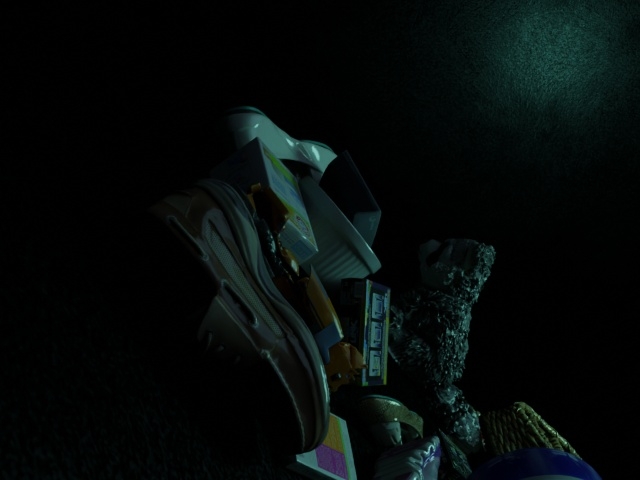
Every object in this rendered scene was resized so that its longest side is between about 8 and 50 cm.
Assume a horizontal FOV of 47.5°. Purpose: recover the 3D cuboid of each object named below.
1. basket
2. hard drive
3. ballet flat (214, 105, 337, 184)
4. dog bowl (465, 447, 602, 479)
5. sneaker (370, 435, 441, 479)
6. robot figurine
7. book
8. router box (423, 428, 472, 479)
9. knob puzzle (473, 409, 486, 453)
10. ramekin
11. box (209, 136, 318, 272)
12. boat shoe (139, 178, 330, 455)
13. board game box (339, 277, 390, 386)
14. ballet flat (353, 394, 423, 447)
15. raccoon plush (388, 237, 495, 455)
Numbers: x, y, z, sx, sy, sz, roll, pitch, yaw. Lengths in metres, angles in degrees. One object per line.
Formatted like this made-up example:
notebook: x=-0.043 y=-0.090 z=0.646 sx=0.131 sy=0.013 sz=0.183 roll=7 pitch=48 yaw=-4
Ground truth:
basket: x=0.486 y=0.470 z=1.596 sx=0.299 sy=0.223 sz=0.213 roll=-62 pitch=138 yaw=-81
hard drive: x=0.043 y=-0.040 z=1.454 sx=0.254 sy=0.054 sz=0.172 roll=106 pitch=-38 yaw=-57
ballet flat: x=-0.076 y=-0.143 z=1.430 sx=0.139 sy=0.139 sz=0.400 roll=62 pitch=18 yaw=20
dog bowl: x=0.341 y=0.463 z=1.140 sx=0.265 sy=0.265 sz=0.104 roll=53 pitch=11 yaw=-17
sneaker: x=0.131 y=0.357 z=1.035 sx=0.104 sy=0.095 sz=0.236 roll=64 pitch=18 yaw=3
robot figurine: x=-0.056 y=0.054 z=0.925 sx=0.291 sy=0.085 sz=0.211 roll=63 pitch=-21 yaw=1
book: x=-0.007 y=0.250 z=0.898 sx=0.144 sy=0.035 sz=0.096 roll=43 pitch=22 yaw=-45
router box: x=0.253 y=0.431 z=1.397 sx=0.122 sy=0.038 sz=0.092 roll=48 pitch=16 yaw=-35
knob puzzle: x=0.447 y=0.524 z=1.908 sx=0.213 sy=0.030 sz=0.213 roll=53 pitch=13 yaw=-18
ramekin: x=0.000 y=0.000 z=1.261 sx=0.207 sy=0.109 sz=0.207 roll=51 pitch=-1 yaw=1
box: x=-0.092 y=-0.047 z=1.132 sx=0.114 sy=0.103 sz=0.203 roll=46 pitch=17 yaw=-37
boat shoe: x=-0.102 y=0.091 z=0.793 sx=0.116 sy=0.123 sz=0.324 roll=-20 pitch=78 yaw=-42
board game box: x=0.073 y=0.154 z=1.205 sx=0.141 sy=0.048 sz=0.170 roll=27 pitch=65 yaw=-68
ballet flat: x=0.118 y=0.299 z=1.165 sx=0.206 sy=0.073 sz=0.067 roll=34 pitch=40 yaw=-51
raccoon plush: x=0.323 y=0.206 z=1.614 sx=0.446 sy=0.299 sz=0.216 roll=56 pitch=13 yaw=-4
